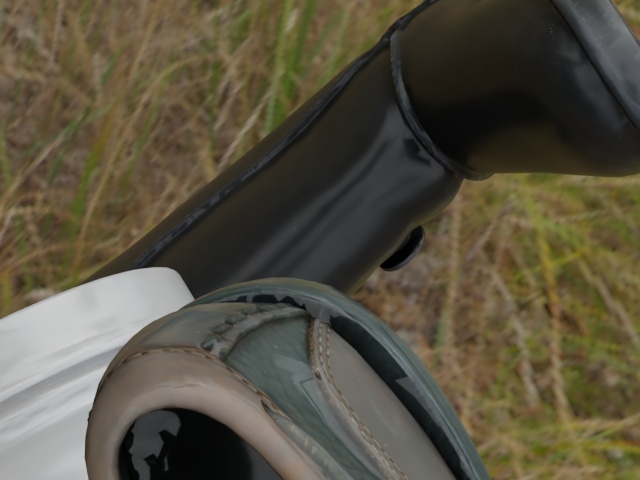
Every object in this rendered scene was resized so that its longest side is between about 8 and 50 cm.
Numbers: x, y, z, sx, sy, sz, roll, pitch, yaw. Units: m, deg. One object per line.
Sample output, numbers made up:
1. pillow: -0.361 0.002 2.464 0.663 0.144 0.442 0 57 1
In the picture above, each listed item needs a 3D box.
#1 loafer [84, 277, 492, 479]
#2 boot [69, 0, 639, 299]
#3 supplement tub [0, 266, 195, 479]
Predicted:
1. loafer: 0.035 0.129 0.340 0.096 0.084 0.267 -35 85 9
2. boot: 0.000 0.000 1.159 0.445 0.367 0.146 -37 102 5
3. supplement tub: -0.068 0.193 0.772 0.228 0.228 0.316 -24 78 -32
